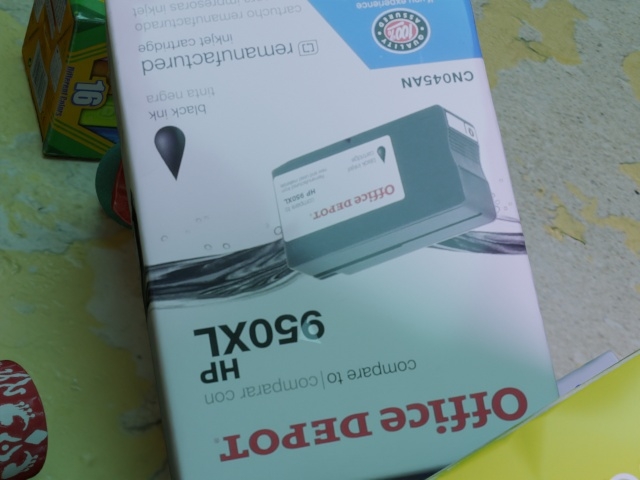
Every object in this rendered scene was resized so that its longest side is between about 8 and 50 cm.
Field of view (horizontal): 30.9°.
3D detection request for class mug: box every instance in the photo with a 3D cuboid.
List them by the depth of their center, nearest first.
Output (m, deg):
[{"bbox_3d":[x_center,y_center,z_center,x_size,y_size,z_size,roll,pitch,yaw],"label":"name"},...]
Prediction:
[{"bbox_3d":[-0.290,0.164,0.824,0.169,0.150,0.113,-12,16,-41],"label":"mug"}]

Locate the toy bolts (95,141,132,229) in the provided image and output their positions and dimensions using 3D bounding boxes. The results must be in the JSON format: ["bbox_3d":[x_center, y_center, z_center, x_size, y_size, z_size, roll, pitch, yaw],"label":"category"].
[{"bbox_3d":[-0.112,-0.004,1.094,0.228,0.158,0.218,23,79,-18],"label":"toy bolts"}]

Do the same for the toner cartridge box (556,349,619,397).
[{"bbox_3d":[0.248,0.262,0.894,0.165,0.075,0.348,-31,45,3],"label":"toner cartridge box"}]

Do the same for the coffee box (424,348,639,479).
[{"bbox_3d":[0.156,0.271,0.595,0.337,0.334,0.338,-30,72,-7],"label":"coffee box"}]

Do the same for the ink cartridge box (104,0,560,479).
[{"bbox_3d":[0.000,0.000,0.909,0.285,0.166,0.395,-9,77,-10],"label":"ink cartridge box"}]

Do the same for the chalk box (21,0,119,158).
[{"bbox_3d":[-0.144,-0.200,1.214,0.288,0.179,0.180,1,46,-26],"label":"chalk box"}]
